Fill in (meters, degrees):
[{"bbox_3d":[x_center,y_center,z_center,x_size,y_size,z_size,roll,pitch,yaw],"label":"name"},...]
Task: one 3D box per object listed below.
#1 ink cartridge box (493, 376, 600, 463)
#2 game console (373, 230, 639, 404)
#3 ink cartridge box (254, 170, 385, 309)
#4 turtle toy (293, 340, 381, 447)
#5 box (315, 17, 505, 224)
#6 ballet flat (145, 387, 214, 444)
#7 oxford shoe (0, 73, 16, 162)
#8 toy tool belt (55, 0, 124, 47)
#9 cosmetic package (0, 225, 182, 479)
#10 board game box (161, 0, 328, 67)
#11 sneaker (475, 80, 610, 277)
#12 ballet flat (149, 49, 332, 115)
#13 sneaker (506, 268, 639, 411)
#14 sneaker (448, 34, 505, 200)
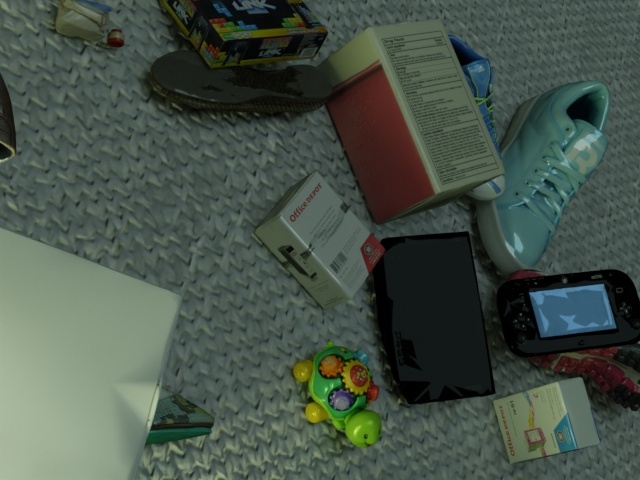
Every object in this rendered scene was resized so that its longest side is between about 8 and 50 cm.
[{"bbox_3d":[0.292,0.236,1.389,0.052,0.122,0.089,-4,73,-36],"label":"ink cartridge box"},{"bbox_3d":[0.248,0.087,1.378,0.361,0.044,0.213,-5,78,-15],"label":"game console"},{"bbox_3d":[0.000,0.000,1.295,0.135,0.056,0.099,49,48,-13],"label":"ink cartridge box"},{"bbox_3d":[0.032,0.178,1.238,0.095,0.066,0.130,-9,77,-41],"label":"turtle toy"},{"bbox_3d":[0.116,-0.158,1.411,0.148,0.126,0.232,-17,82,-42],"label":"box"},{"bbox_3d":[-0.205,0.173,1.045,0.221,0.077,0.079,-8,73,-37],"label":"ballet flat"},{"bbox_3d":[-0.388,-0.084,0.763,0.363,0.130,0.133,-18,78,-38],"label":"oxford shoe"},{"bbox_3d":[-0.256,-0.253,1.199,0.083,0.052,0.051,13,72,-35],"label":"toy tool belt"},{"bbox_3d":[-0.330,0.094,0.877,0.384,0.156,0.217,25,57,-18],"label":"cosmetic package"},{"bbox_3d":[-0.096,-0.281,1.313,0.170,0.048,0.141,-15,60,-42],"label":"board game box"},{"bbox_3d":[0.336,-0.111,1.554,0.135,0.150,0.366,37,52,-20],"label":"sneaker"},{"bbox_3d":[-0.097,-0.183,1.302,0.249,0.058,0.084,-4,62,-37],"label":"ballet flat"},{"bbox_3d":[0.372,0.134,1.519,0.299,0.121,0.112,35,24,-22],"label":"sneaker"},{"bbox_3d":[0.200,-0.176,1.474,0.091,0.126,0.240,-21,76,-22],"label":"sneaker"}]
